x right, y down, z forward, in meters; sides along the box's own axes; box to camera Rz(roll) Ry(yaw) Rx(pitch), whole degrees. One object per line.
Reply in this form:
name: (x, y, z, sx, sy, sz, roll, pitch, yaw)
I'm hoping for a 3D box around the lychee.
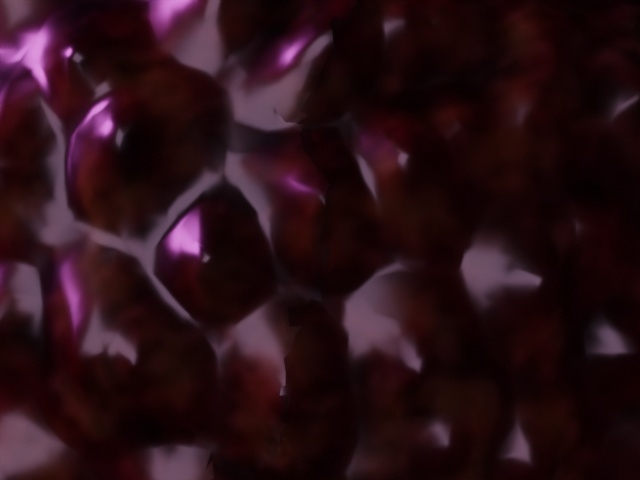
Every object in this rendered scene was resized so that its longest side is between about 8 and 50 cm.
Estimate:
lychee: (0.000, 0.000, 0.602, 0.424, 0.424, 0.500, 17, 97, 24)
